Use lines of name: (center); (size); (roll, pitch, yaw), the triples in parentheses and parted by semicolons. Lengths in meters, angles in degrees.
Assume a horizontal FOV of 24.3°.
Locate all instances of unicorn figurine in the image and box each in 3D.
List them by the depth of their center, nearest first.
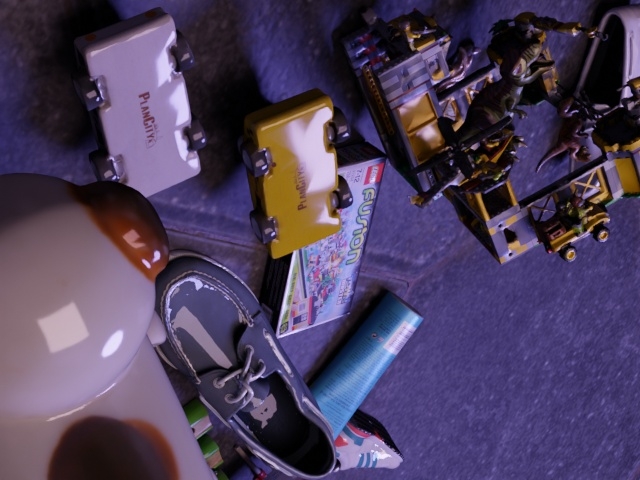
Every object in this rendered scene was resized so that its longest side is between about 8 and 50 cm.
unicorn figurine: (0.170, -0.143, 1.643); (0.162, 0.060, 0.111); (35, 90, -35)

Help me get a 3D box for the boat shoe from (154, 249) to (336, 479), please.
boat shoe: (-0.074, 0.135, 1.534); (0.116, 0.099, 0.319); (-41, 128, -13)

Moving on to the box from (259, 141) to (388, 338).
box: (0.000, 0.000, 1.591); (0.114, 0.036, 0.207); (-17, 132, -39)

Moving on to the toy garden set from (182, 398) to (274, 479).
toy garden set: (-0.108, 0.268, 1.692); (0.204, 0.049, 0.244); (-36, 141, -21)

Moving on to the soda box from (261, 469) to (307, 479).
soda box: (-0.097, 0.373, 1.680); (0.263, 0.092, 0.083); (-41, 144, -13)

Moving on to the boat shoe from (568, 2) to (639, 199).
boat shoe: (0.335, -0.160, 1.787); (0.084, 0.095, 0.258); (-6, 114, -40)

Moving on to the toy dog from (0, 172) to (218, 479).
toy dog: (-0.226, 0.144, 1.187); (0.284, 0.395, 0.408); (-19, 116, -18)

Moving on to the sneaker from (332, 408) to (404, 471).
sneaker: (0.043, 0.258, 1.855); (0.075, 0.057, 0.161); (-38, 146, 8)

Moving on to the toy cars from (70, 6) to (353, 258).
toy cars: (-0.100, -0.103, 1.358); (0.176, 0.087, 0.393); (-49, 141, 16)

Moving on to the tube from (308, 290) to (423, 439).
tube: (0.039, 0.156, 1.757); (0.080, 0.052, 0.207); (37, 93, -22)

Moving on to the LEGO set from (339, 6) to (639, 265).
LEGO set: (0.168, -0.144, 1.426); (0.255, 0.331, 0.192); (-25, 126, 0)
